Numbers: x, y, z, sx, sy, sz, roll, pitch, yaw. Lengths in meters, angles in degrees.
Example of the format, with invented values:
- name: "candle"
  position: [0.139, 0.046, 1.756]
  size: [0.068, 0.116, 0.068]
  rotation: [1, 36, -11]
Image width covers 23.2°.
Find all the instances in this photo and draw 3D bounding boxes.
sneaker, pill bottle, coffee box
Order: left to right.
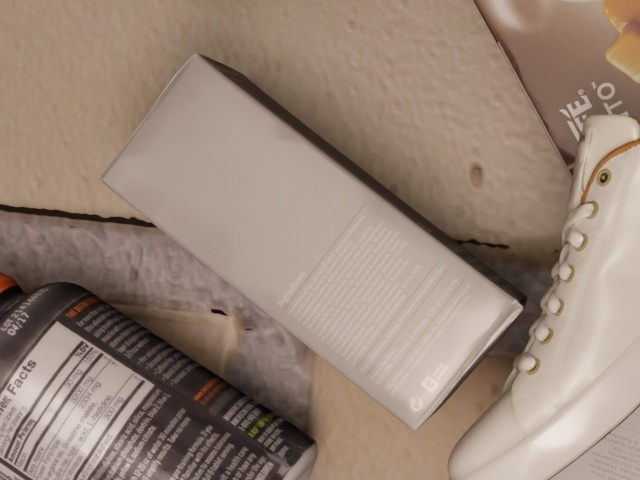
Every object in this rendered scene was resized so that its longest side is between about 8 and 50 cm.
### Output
- name: "pill bottle"
  position: [-0.134, 0.111, 0.945]
  size: [0.245, 0.130, 0.130]
  rotation: [33, 95, 9]
- name: "sneaker"
  position: [0.150, 0.012, 0.817]
  size: [0.123, 0.106, 0.290]
  rotation: [44, 87, 4]
- name: "coffee box"
  position: [0.172, -0.132, 0.910]
  size: [0.141, 0.098, 0.246]
  rotation: [-28, 85, 9]

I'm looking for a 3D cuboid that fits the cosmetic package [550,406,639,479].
- name: "cosmetic package"
  position: [0.263, 0.248, 0.828]
  size: [0.377, 0.097, 0.284]
  rotation: [20, 59, 10]

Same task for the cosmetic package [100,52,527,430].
- name: "cosmetic package"
  position: [0.000, 0.000, 0.926]
  size: [0.238, 0.127, 0.107]
  rotation: [41, 96, 6]
